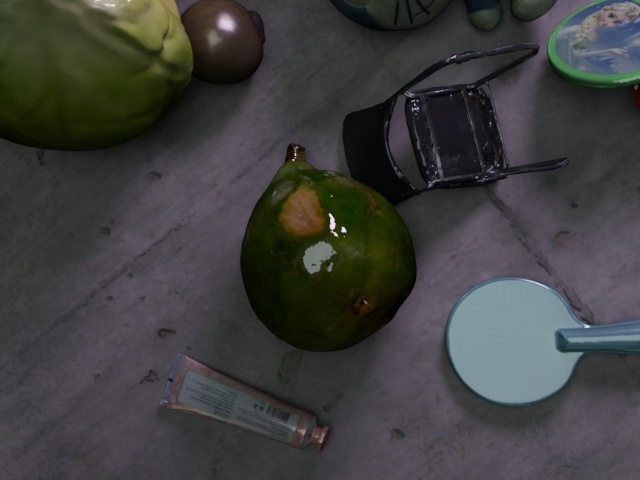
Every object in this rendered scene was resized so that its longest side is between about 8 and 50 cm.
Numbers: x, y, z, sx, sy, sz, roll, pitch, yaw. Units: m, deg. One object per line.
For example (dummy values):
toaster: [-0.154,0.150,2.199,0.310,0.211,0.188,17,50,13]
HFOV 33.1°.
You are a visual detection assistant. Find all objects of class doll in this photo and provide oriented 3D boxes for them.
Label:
doll: [0.128,-0.324,1.182,0.258,0.228,0.154,-18,47,-4]

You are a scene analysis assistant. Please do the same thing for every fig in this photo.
fig: [0.000,0.000,1.220,0.195,0.195,0.245,-27,50,8]

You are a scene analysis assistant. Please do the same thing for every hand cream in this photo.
hand cream: [-0.090,0.201,1.286,0.209,0.043,0.067,19,90,14]

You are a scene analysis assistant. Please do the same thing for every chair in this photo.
chair: [0.144,-0.117,1.221,0.145,0.221,0.140,-11,86,-34]

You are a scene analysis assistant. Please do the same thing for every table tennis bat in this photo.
table tennis bat: [0.261,0.113,1.230,0.237,0.038,0.149,-4,87,14]
table tennis bat: [0.369,-0.242,1.181,0.257,0.039,0.160,-28,41,-8]

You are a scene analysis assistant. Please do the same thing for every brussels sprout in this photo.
brussels sprout: [-0.295,-0.250,1.188,0.344,0.344,0.268,-6,53,9]

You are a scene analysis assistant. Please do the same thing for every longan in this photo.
longan: [-0.113,-0.236,1.269,0.119,0.106,0.106,-32,83,-35]

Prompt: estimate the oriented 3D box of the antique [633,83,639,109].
antique: [0.400,-0.166,1.178,0.104,0.104,0.104,0,89,9]
